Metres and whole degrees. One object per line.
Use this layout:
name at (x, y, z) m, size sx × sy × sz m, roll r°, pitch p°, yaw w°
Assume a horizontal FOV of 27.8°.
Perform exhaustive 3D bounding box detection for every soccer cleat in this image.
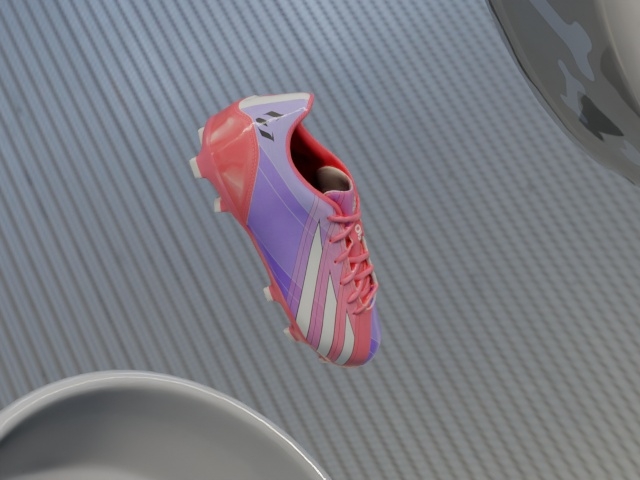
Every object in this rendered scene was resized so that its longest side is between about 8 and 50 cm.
soccer cleat at (0.000, 0.000, 0.917) m, size 0.095 × 0.248 × 0.083 m, roll -17°, pitch 36°, yaw 21°

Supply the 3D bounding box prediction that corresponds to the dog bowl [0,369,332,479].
dog bowl at (-0.093, 0.205, 0.670) m, size 0.265 × 0.104 × 0.265 m, roll 23°, pitch 43°, yaw -23°

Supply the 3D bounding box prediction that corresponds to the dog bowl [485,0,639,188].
dog bowl at (0.221, -0.134, 0.404) m, size 0.349 × 0.348 × 0.102 m, roll 9°, pitch 20°, yaw -7°
